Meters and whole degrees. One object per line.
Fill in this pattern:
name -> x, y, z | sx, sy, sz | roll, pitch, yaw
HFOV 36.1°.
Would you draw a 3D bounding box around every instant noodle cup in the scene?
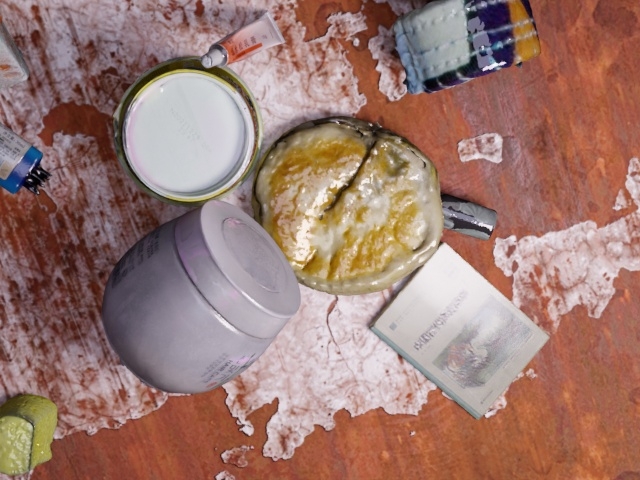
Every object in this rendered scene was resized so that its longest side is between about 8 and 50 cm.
instant noodle cup -> -0.212, -0.173, 1.603 | 0.264, 0.200, 0.264 | -1, 98, -8

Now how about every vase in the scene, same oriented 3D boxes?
vase -> 0.206, -0.057, 1.742 | 0.211, 0.060, 0.060 | 18, 95, -3

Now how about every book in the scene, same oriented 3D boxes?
book -> 0.257, 0.168, 1.801 | 0.282, 0.025, 0.215 | 39, 93, -12

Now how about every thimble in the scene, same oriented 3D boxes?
thimble -> 0.239, -0.335, 1.628 | 0.237, 0.237, 0.150 | -18, 96, -5

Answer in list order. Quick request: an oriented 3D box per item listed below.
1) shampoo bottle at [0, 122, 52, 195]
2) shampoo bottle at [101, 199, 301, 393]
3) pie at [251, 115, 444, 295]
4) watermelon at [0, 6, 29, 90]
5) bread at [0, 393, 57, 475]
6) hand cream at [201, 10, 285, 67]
shampoo bottle -> -0.534, -0.144, 1.639 | 0.183, 0.050, 0.087 | 36, 90, -10
shampoo bottle -> -0.193, 0.094, 1.591 | 0.266, 0.273, 0.273 | -36, 102, 21
pie -> 0.046, -0.061, 1.691 | 0.339, 0.077, 0.339 | 0, 84, 1
watermelon -> -0.533, -0.324, 1.548 | 0.213, 0.289, 0.320 | 25, 80, -40
bread -> -0.516, 0.333, 1.680 | 0.111, 0.114, 0.129 | 2, 94, -1
hand cream -> -0.125, -0.321, 1.610 | 0.038, 0.216, 0.052 | 12, 122, 27
